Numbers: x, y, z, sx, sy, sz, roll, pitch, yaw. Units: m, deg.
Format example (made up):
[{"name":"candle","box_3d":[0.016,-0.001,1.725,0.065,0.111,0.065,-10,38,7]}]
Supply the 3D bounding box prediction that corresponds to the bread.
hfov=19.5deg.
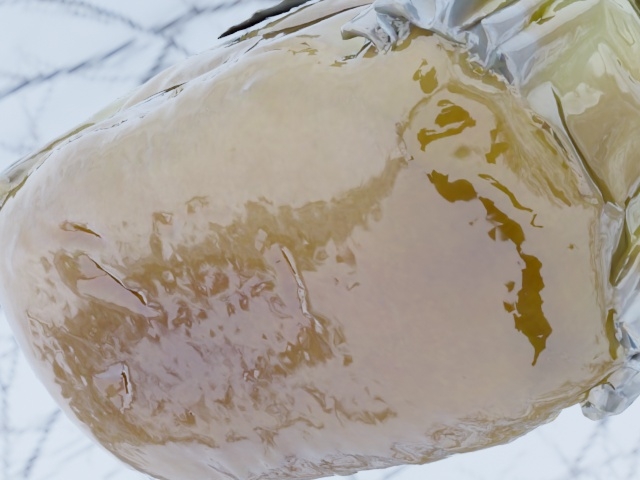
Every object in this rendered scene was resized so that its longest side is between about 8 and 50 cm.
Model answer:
[{"name":"bread","box_3d":[0.000,0.000,0.574,0.241,0.136,0.107,-18,-160,44]}]
